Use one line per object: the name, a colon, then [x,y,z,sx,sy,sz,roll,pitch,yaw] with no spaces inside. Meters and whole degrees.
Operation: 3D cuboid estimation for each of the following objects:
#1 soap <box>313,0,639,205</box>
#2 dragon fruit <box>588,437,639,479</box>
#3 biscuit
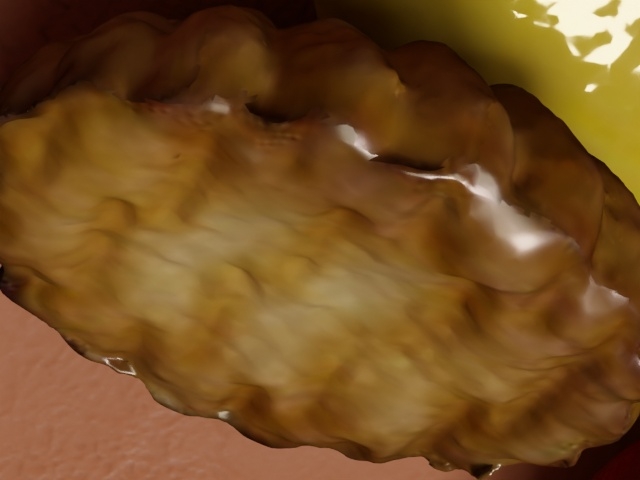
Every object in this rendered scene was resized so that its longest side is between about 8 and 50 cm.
soap: [0.196,-0.116,0.908,0.427,0.115,0.306,29,113,-29]
dragon fruit: [0.236,0.204,1.057,0.241,0.241,0.252,4,132,-16]
biscuit: [0.000,0.000,0.874,0.325,0.107,0.326,13,151,7]
